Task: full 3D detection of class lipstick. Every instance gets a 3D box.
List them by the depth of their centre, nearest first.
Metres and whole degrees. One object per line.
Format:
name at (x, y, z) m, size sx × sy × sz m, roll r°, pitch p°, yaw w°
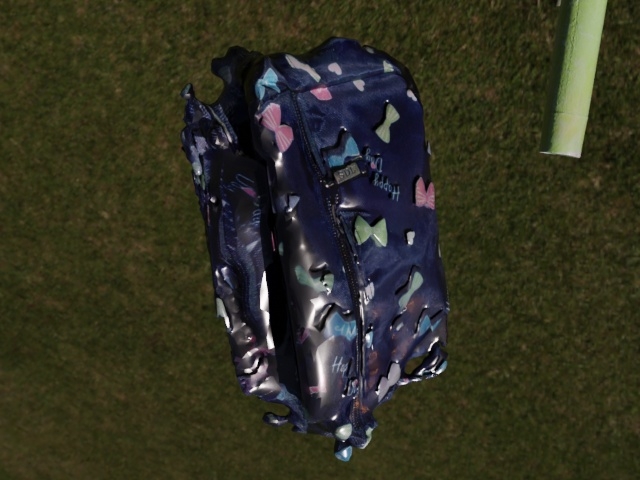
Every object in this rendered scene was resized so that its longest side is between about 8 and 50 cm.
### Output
lipstick at (0.427, -0.296, 1.166) m, size 0.076 × 0.076 × 0.304 m, roll 10°, pitch 99°, yaw 15°

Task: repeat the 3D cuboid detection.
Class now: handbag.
handbag at (0.000, 0.000, 0.455) m, size 0.113 × 0.162 × 0.260 m, roll 2°, pitch 108°, yaw 40°

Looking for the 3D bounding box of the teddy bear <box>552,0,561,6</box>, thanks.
teddy bear at (0.470, -0.614, 1.329) m, size 0.225 × 0.357 × 0.367 m, roll 7°, pitch 172°, yaw 12°
